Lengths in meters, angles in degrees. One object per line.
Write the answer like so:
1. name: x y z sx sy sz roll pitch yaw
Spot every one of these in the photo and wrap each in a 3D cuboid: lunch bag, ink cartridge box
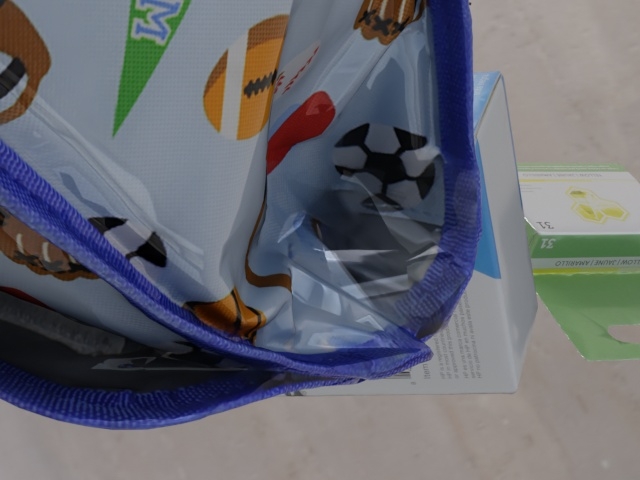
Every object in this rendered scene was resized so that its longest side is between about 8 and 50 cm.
1. lunch bag: -0.138 -0.098 0.525 0.328 0.385 0.239 21 74 31
2. ink cartridge box: 0.256 0.013 1.380 0.235 0.171 0.056 56 138 47
3. ink cartridge box: 0.000 0.000 1.205 0.307 0.129 0.223 -3 119 18

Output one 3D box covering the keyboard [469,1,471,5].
1. keyboard: 0.069 -0.248 1.625 0.023 0.180 0.108 -106 27 -52
